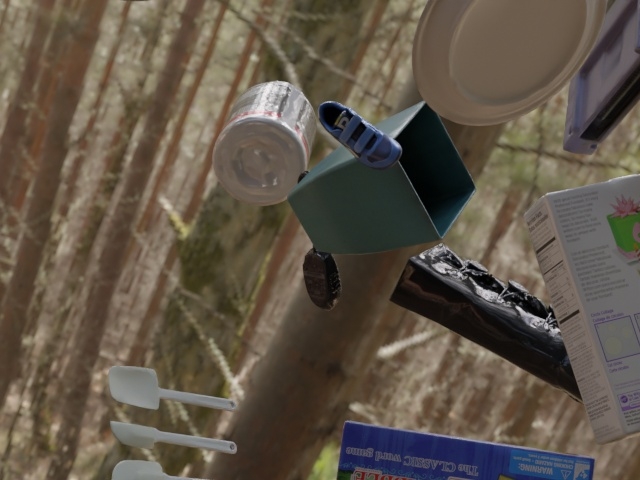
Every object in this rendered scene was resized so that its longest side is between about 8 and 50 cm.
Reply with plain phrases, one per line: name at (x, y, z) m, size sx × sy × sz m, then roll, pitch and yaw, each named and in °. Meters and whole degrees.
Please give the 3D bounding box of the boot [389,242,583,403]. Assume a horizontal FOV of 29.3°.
boot at (0.378, 0.155, 2.097) m, size 0.445 × 0.146 × 0.367 m, roll 26°, pitch 6°, yaw 25°

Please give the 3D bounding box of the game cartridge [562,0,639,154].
game cartridge at (0.401, -0.285, 1.608) m, size 0.068 × 0.355 × 0.230 m, roll 8°, pitch 69°, yaw -6°

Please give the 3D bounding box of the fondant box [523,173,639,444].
fondant box at (0.438, 0.080, 1.624) m, size 0.238 × 0.096 × 0.330 m, roll -12°, pitch 77°, yaw -14°

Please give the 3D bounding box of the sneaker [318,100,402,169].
sneaker at (0.050, -0.146, 1.692) m, size 0.144 × 0.053 × 0.059 m, roll 35°, pitch -2°, yaw 31°

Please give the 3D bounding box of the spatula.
spatula at (-0.186, 0.259, 1.619) m, size 0.242 × 0.019 × 0.168 m, roll 18°, pitch 55°, yaw -47°

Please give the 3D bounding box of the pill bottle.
pill bottle at (-0.099, -0.202, 2.360) m, size 0.176 × 0.176 × 0.318 m, roll 24°, pitch 24°, yaw -5°

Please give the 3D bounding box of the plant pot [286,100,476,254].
plant pot at (0.080, -0.077, 1.874) m, size 0.165 × 0.234 × 0.165 m, roll 60°, pitch 37°, yaw -16°

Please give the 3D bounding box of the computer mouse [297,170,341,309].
computer mouse at (0.000, 0.000, 2.065) m, size 0.041 × 0.242 × 0.071 m, roll -15°, pitch 16°, yaw -34°

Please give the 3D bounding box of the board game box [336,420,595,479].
board game box at (0.165, 0.405, 1.532) m, size 0.319 × 0.318 × 0.066 m, roll 6°, pitch -7°, yaw 9°

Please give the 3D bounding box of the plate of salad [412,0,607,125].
plate of salad at (0.169, -0.194, 1.112) m, size 0.200 × 0.200 × 0.048 m, roll 10°, pitch 32°, yaw -33°
